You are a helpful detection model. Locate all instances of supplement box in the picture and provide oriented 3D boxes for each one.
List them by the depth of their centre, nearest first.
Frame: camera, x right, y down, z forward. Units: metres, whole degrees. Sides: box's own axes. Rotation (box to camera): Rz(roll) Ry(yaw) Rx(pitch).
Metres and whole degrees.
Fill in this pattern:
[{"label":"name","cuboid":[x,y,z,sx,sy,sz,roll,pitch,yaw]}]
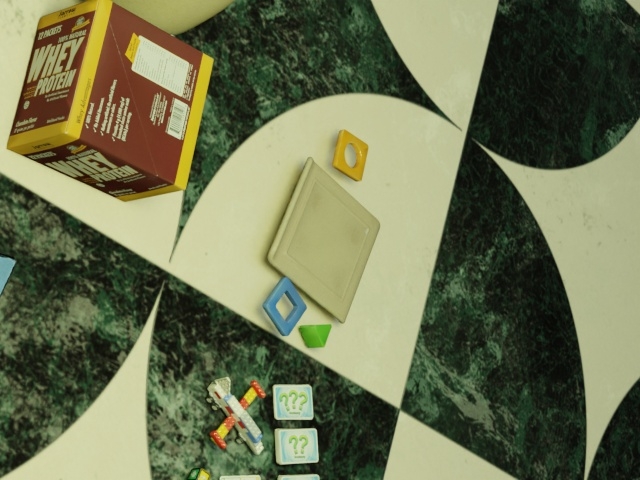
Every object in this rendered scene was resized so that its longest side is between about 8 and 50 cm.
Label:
[{"label":"supplement box","cuboid":[-0.266,-0.176,1.885,0.194,0.129,0.191,26,66,-40]}]

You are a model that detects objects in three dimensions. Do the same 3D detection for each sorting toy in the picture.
[{"label":"sorting toy","cuboid":[0.000,0.000,2.188,0.196,0.047,0.347,44,56,-37]}]

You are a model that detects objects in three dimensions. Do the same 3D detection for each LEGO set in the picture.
[{"label":"LEGO set","cuboid":[-0.082,0.286,2.054,0.244,0.060,0.182,7,75,-44]}]

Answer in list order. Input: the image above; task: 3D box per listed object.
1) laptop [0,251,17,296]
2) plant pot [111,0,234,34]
[{"label":"laptop","cuboid":[-0.466,0.207,1.483,0.382,0.236,0.408,21,41,-55]},{"label":"plant pot","cuboid":[-0.206,-0.381,1.914,0.284,0.284,0.191,13,110,-43]}]
